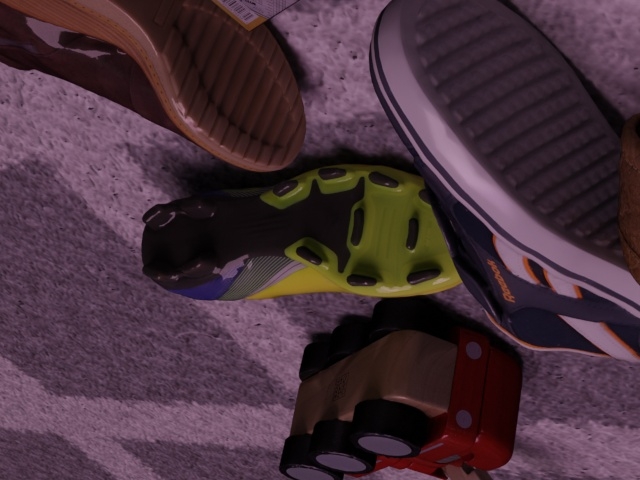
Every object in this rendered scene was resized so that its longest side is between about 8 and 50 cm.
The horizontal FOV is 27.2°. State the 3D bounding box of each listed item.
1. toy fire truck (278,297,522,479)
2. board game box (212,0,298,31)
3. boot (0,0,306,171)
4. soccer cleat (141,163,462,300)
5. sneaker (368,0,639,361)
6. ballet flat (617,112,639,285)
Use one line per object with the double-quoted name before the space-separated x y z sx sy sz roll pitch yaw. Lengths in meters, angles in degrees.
"toy fire truck" 0.112 0.180 1.124 0.246 0.158 0.217 20 153 -18
"board game box" -0.076 -0.222 0.673 0.243 0.042 0.165 38 149 -23
"boot" -0.143 -0.131 0.867 0.248 0.090 0.207 40 160 -29
"soccer cleat" 0.000 -0.001 0.973 0.289 0.093 0.121 -3 172 33
"sneaker" 0.122 -0.018 0.783 0.321 0.126 0.127 38 143 -27
"ballet flat" 0.295 -0.050 0.623 0.342 0.116 0.124 -8 113 37
